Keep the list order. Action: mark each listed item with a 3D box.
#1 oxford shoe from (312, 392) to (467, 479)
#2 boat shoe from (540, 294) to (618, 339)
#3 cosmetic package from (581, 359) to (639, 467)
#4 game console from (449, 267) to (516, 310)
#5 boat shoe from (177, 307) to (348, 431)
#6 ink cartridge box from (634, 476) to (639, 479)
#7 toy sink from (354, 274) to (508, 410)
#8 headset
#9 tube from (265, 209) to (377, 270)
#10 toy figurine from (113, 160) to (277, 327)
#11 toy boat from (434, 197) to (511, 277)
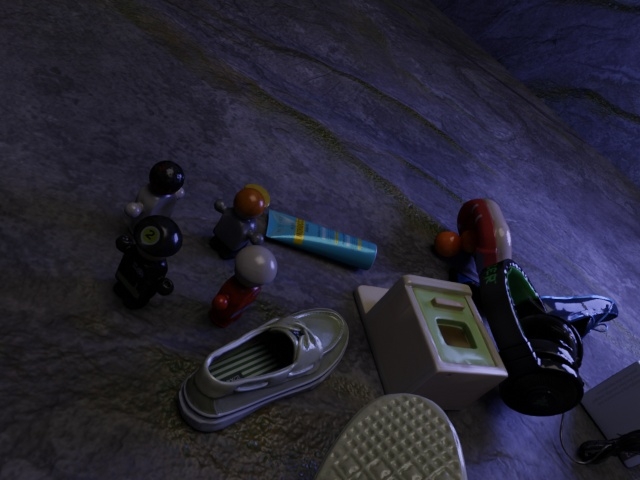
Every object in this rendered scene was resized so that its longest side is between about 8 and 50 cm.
[{"bbox_3d":[0.049,0.365,0.506,0.169,0.130,0.449,3,52,15],"label":"oxford shoe"},{"bbox_3d":[0.562,0.182,1.207,0.258,0.109,0.089,-1,55,-17],"label":"boat shoe"},{"bbox_3d":[0.651,0.325,1.059,0.183,0.151,0.151,1,49,-40],"label":"cosmetic package"},{"bbox_3d":[0.338,0.099,1.125,0.122,0.107,0.071,28,66,-10],"label":"game console"},{"bbox_3d":[-0.050,0.157,0.730,0.109,0.094,0.302,49,39,16],"label":"boat shoe"},{"bbox_3d":[0.610,0.510,0.871,0.158,0.092,0.218,32,35,-5],"label":"ink cartridge box"},{"bbox_3d":[0.176,0.144,0.893,0.152,0.131,0.234,12,43,-29],"label":"toy sink"},{"bbox_3d":[0.417,0.210,0.945,0.394,0.185,0.243,64,29,-2],"label":"headset"},{"bbox_3d":[0.000,0.000,0.986,0.207,0.052,0.080,18,30,-13],"label":"tube"},{"bbox_3d":[-0.172,-0.003,0.762,0.213,0.148,0.210,18,41,-23],"label":"toy figurine"},{"bbox_3d":[0.325,0.002,1.177,0.151,0.151,0.231,-5,24,10],"label":"toy boat"}]
